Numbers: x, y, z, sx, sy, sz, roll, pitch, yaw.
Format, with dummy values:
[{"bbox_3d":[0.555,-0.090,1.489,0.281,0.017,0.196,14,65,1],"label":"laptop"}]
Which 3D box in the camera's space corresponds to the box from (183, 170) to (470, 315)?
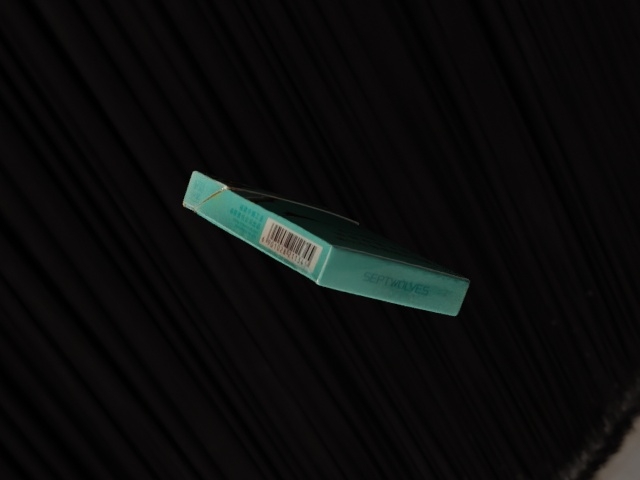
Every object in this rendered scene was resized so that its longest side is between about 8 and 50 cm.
[{"bbox_3d":[0.000,0.000,1.100,0.229,0.162,0.041,29,101,51],"label":"box"}]
